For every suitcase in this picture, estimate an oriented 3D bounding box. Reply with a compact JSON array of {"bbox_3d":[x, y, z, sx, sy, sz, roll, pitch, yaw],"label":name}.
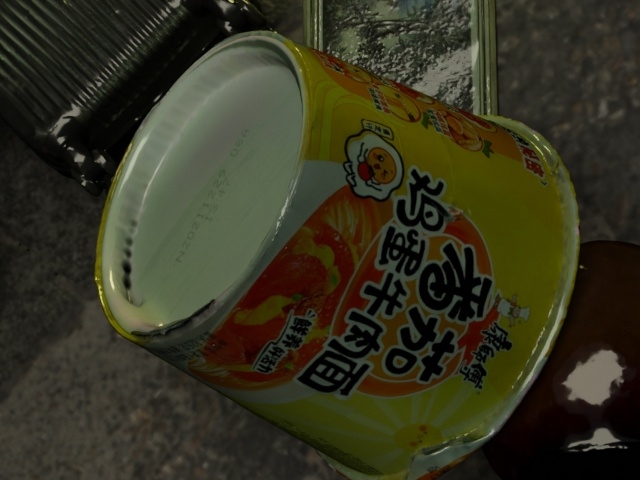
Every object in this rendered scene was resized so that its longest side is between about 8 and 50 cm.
[{"bbox_3d":[-0.188,-0.184,1.358,0.202,0.128,0.312,-46,71,3],"label":"suitcase"}]

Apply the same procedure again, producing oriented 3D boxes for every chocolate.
[{"bbox_3d":[0.178,0.083,1.198,0.177,0.177,0.176,-3,78,15],"label":"chocolate"}]

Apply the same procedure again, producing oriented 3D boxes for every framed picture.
[{"bbox_3d":[0.055,-0.142,1.344,0.142,0.011,0.183,-3,78,15],"label":"framed picture"}]

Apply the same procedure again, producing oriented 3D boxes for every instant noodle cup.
[{"bbox_3d":[0.000,0.000,1.172,0.264,0.200,0.264,-33,43,37],"label":"instant noodle cup"}]
